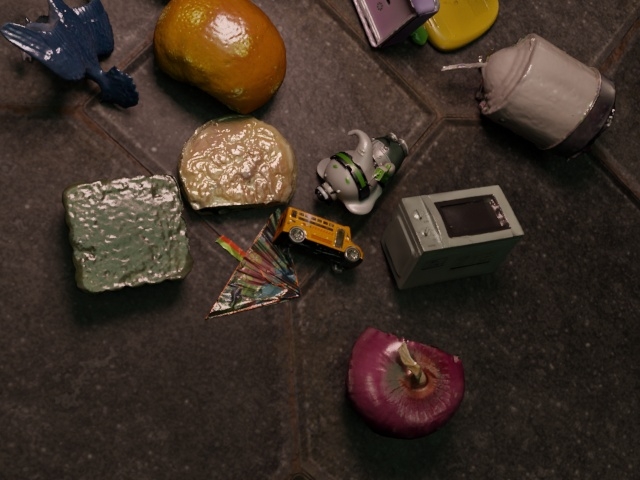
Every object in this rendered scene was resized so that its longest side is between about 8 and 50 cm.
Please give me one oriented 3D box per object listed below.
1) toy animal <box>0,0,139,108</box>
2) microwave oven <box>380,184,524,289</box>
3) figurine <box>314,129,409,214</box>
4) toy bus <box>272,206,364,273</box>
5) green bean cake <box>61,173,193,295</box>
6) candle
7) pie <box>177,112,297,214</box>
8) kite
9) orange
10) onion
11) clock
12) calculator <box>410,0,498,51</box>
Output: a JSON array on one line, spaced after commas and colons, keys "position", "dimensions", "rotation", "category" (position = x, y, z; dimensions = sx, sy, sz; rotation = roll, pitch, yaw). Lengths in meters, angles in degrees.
[{"position": [-0.398, -0.332, 0.974], "dimensions": [0.176, 0.256, 0.239], "rotation": [0, 42, 6], "category": "toy animal"}, {"position": [0.237, -0.008, 1.116], "dimensions": [0.208, 0.162, 0.123], "rotation": [-9, 61, -18], "category": "microwave oven"}, {"position": [0.073, -0.130, 1.110], "dimensions": [0.192, 0.126, 0.147], "rotation": [-37, 60, -11], "category": "figurine"}, {"position": [0.000, 0.000, 1.091], "dimensions": [0.162, 0.069, 0.074], "rotation": [20, 62, -15], "category": "toy bus"}, {"position": [-0.314, -0.010, 0.988], "dimensions": [0.184, 0.094, 0.184], "rotation": [-10, 87, -18], "category": "green bean cake"}, {"position": [0.408, -0.305, 1.194], "dimensions": [0.330, 0.187, 0.188], "rotation": [26, 77, -11], "category": "candle"}, {"position": [-0.146, -0.139, 1.075], "dimensions": [0.218, 0.052, 0.185], "rotation": [-4, 86, -16], "category": "pie"}, {"position": [-0.116, 0.057, 1.083], "dimensions": [0.183, 0.014, 0.241], "rotation": [39, 76, -9], "category": "kite"}, {"position": [-0.168, -0.333, 1.032], "dimensions": [0.237, 0.158, 0.179], "rotation": [35, 70, -9], "category": "orange"}, {"position": [0.143, 0.258, 1.061], "dimensions": [0.207, 0.200, 0.201], "rotation": [19, 78, -35], "category": "onion"}, {"position": [0.127, -0.486, 1.146], "dimensions": [0.073, 0.144, 0.194], "rotation": [-24, 92, -30], "category": "clock"}, {"position": [0.273, -0.474, 1.247], "dimensions": [0.234, 0.032, 0.146], "rotation": [-32, 93, -19], "category": "calculator"}]
